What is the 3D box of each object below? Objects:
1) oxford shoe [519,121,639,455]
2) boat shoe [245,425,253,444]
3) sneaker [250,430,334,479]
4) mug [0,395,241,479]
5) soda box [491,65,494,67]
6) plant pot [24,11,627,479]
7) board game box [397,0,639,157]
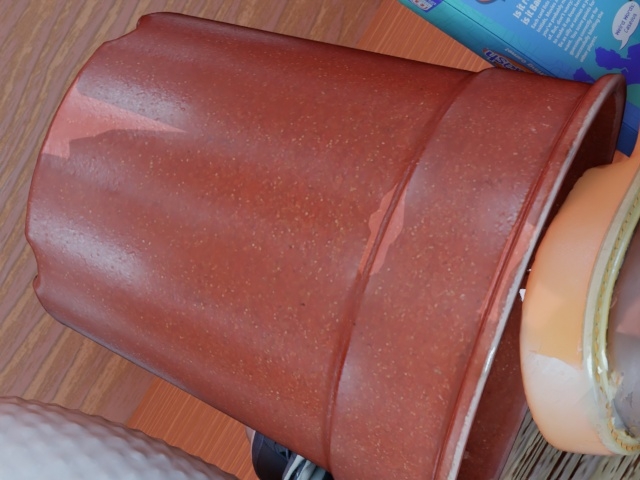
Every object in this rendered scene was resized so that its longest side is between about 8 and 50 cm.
[{"bbox_3d":[0.220,-0.043,0.492,0.133,0.130,0.363,0,45,39],"label":"oxford shoe"},{"bbox_3d":[0.002,0.094,1.065,0.088,0.096,0.267,-29,32,61],"label":"boat shoe"},{"bbox_3d":[-0.008,0.183,0.877,0.226,0.086,0.163,-49,12,37],"label":"sneaker"},{"bbox_3d":[-0.185,0.276,0.765,0.276,0.328,0.374,-59,11,-1],"label":"mug"},{"bbox_3d":[0.194,-0.120,0.857,0.074,0.069,0.216,-59,10,-1],"label":"soda box"},{"bbox_3d":[0.000,0.000,0.599,0.272,0.265,0.272,-55,-23,-38],"label":"plant pot"},{"bbox_3d":[0.178,-0.166,0.674,0.160,0.210,0.047,-59,11,-7],"label":"board game box"}]
